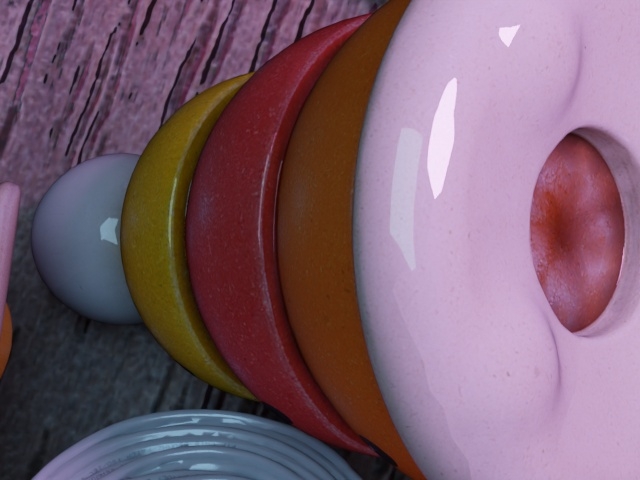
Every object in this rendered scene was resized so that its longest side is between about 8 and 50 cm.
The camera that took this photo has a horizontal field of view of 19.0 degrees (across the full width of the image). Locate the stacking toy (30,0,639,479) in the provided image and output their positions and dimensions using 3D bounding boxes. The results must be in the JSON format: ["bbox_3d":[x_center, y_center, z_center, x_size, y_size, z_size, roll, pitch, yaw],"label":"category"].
[{"bbox_3d":[0.000,0.000,1.190,0.480,0.351,0.350,-2,70,44],"label":"stacking toy"}]

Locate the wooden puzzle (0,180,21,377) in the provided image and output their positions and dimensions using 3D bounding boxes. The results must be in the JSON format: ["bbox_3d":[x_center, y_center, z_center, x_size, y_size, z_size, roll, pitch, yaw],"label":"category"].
[{"bbox_3d":[-0.307,0.138,1.227,0.348,0.080,0.322,-8,70,41],"label":"wooden puzzle"}]

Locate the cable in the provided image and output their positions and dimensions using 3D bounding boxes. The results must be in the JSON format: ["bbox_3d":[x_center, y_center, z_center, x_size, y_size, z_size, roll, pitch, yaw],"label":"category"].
[{"bbox_3d":[-0.071,0.209,1.111,0.257,0.089,0.257,26,44,30],"label":"cable"}]
